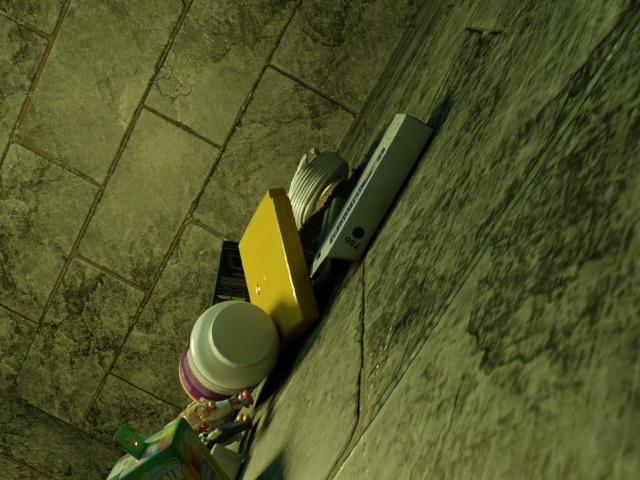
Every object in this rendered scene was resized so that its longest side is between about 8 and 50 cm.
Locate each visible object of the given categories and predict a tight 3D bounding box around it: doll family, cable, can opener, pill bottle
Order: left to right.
[{"bbox_3d":[-0.224,0.394,1.405,0.163,0.118,0.263,-17,-17,-31],"label":"doll family"},{"bbox_3d":[-0.190,0.237,1.486,0.181,0.182,0.323,-64,5,-29],"label":"pill bottle"},{"bbox_3d":[-0.008,-0.143,2.095,0.257,0.089,0.257,-64,-19,17],"label":"cable"},{"bbox_3d":[0.000,0.000,1.572,0.076,0.095,0.283,-56,14,40],"label":"can opener"}]

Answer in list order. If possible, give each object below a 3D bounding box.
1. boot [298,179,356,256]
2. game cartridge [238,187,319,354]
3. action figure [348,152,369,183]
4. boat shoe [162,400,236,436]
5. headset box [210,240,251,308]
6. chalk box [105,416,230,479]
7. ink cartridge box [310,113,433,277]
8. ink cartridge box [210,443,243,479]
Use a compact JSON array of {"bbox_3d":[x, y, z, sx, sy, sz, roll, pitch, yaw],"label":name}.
[{"bbox_3d":[0.015,-0.060,1.877,0.236,0.089,0.269,-51,5,0],"label":"boot"},{"bbox_3d":[-0.094,0.076,1.507,0.323,0.053,0.285,130,129,-61],"label":"game cartridge"},{"bbox_3d":[0.101,-0.198,2.048,0.115,0.030,0.038,-63,10,8],"label":"action figure"},{"bbox_3d":[-0.314,0.486,1.932,0.324,0.122,0.120,-39,7,37],"label":"boat shoe"},{"bbox_3d":[-0.209,0.177,1.880,0.246,0.131,0.282,95,-178,-71],"label":"headset box"},{"bbox_3d":[-0.235,0.366,1.082,0.132,0.213,0.132,-34,6,0],"label":"chalk box"},{"bbox_3d":[0.089,-0.075,1.302,0.332,0.065,0.165,-59,6,10],"label":"ink cartridge box"},{"bbox_3d":[-0.258,0.553,1.298,0.296,0.066,0.261,-58,6,39],"label":"ink cartridge box"}]
